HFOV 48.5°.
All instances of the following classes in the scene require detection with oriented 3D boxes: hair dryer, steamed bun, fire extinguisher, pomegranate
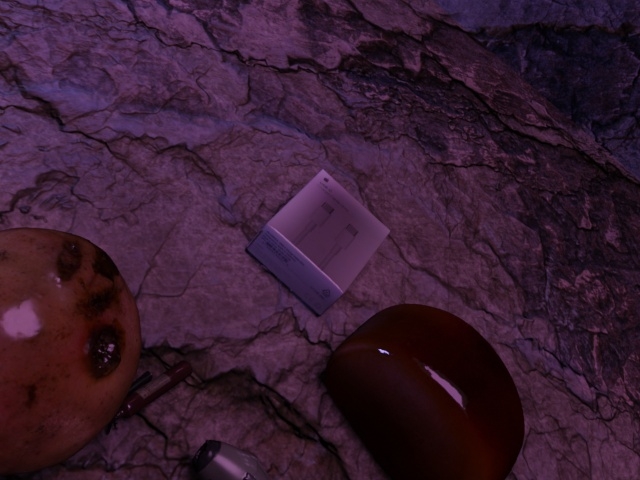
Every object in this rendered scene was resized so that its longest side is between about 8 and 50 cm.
[{"bbox_3d":[-0.111,0.435,1.068,0.219,0.088,0.225,25,59,-25],"label":"hair dryer"},{"bbox_3d":[0.209,0.287,1.287,0.379,0.248,0.235,51,42,9],"label":"steamed bun"},{"bbox_3d":[-0.275,0.235,1.118,0.049,0.035,0.173,53,40,4],"label":"fire extinguisher"},{"bbox_3d":[-0.384,0.137,0.925,0.322,0.322,0.322,20,48,-24],"label":"pomegranate"}]

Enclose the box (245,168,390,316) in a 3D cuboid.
[{"bbox_3d":[0.000,0.000,1.462,0.203,0.106,0.252,42,41,0],"label":"box"}]
